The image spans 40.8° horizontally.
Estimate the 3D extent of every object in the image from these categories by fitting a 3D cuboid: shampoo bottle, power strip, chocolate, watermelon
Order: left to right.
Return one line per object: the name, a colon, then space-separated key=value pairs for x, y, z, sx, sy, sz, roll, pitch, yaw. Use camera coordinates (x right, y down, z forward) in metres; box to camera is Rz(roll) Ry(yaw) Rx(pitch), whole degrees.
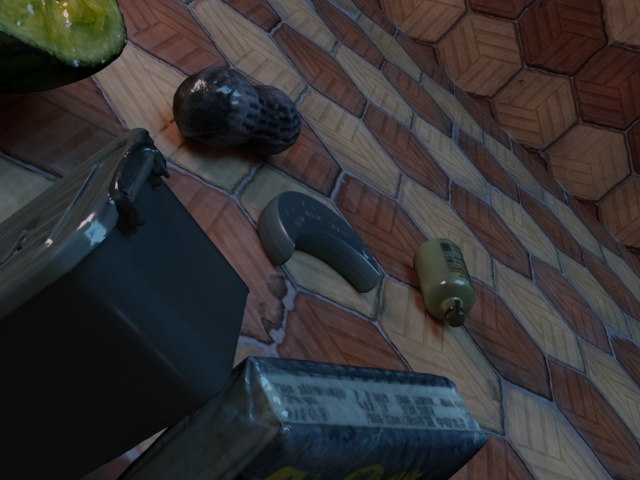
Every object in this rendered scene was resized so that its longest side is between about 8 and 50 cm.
watermelon: x=-0.347 y=-0.259 z=0.804 sx=0.331 sy=0.189 sz=0.331 roll=47 pitch=29 yaw=-36
chocolate: x=-0.109 y=-0.173 z=1.162 sx=0.110 sy=0.110 sz=0.248 roll=52 pitch=19 yaw=15
power strip: x=0.000 y=0.000 z=1.141 sx=0.216 sy=0.044 sz=0.137 roll=18 pitch=35 yaw=-47
shampoo bottle: x=0.190 y=0.070 z=1.301 sx=0.079 sy=0.079 sz=0.162 roll=34 pitch=27 yaw=-26

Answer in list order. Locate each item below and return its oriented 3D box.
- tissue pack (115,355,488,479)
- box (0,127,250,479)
tissue pack: x=-0.011 y=0.177 z=0.654 sx=0.257 sy=0.185 sz=0.081 roll=16 pitch=37 yaw=-49
box: x=-0.166 y=0.059 z=0.546 sx=0.135 sy=0.243 sz=0.163 roll=51 pitch=19 yaw=-22
